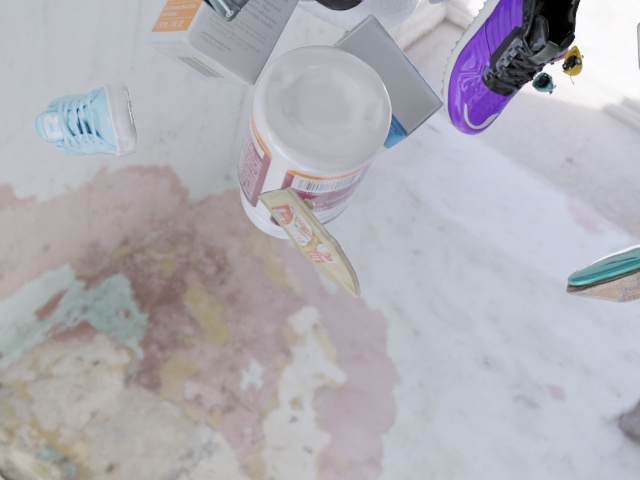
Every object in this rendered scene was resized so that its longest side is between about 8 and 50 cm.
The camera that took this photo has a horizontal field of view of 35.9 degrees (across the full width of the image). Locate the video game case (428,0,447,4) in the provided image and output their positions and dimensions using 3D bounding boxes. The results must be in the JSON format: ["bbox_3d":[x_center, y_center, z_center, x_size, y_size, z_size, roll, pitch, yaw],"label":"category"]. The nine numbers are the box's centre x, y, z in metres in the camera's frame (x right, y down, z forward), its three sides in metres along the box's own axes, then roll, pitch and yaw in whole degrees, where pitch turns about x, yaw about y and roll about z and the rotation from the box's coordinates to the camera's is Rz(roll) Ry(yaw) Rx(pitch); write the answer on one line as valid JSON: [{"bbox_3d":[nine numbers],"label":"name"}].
[{"bbox_3d":[0.308,-0.621,1.890,0.300,0.329,0.036,62,-141,-30],"label":"video game case"}]

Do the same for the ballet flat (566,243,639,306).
[{"bbox_3d":[0.525,0.040,1.465,0.316,0.106,0.107,-26,10,3],"label":"ballet flat"}]

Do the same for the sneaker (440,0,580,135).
[{"bbox_3d":[0.274,-0.268,1.365,0.102,0.146,0.293,15,-69,-28],"label":"sneaker"}]

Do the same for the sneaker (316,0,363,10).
[{"bbox_3d":[-0.066,-0.587,1.584,0.169,0.257,0.447,-37,-52,0],"label":"sneaker"}]

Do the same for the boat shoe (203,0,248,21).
[{"bbox_3d":[-0.198,-0.346,1.184,0.319,0.116,0.099,10,-61,-47],"label":"boat shoe"}]

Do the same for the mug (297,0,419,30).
[{"bbox_3d":[0.044,-0.618,2.191,0.328,0.374,0.276,14,-78,-57],"label":"mug"}]

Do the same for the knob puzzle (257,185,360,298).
[{"bbox_3d":[0.000,0.000,1.397,0.030,0.213,0.213,-41,-19,-13],"label":"knob puzzle"}]

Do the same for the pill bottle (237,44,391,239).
[{"bbox_3d":[-0.027,-0.150,1.718,0.224,0.224,0.392,-50,-4,-21],"label":"pill bottle"}]

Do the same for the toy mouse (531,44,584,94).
[{"bbox_3d":[0.452,-0.332,1.909,0.143,0.031,0.161,-21,46,49],"label":"toy mouse"}]

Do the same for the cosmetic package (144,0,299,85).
[{"bbox_3d":[-0.126,-0.526,1.849,0.161,0.230,0.453,31,-97,-30],"label":"cosmetic package"}]

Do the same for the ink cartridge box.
[{"bbox_3d":[0.061,-0.271,1.962,0.129,0.223,0.307,-44,8,-29],"label":"ink cartridge box"}]

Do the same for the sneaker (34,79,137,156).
[{"bbox_3d":[-0.429,-0.203,1.776,0.150,0.135,0.366,-16,6,-22],"label":"sneaker"}]

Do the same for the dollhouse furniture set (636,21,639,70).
[{"bbox_3d":[0.480,-0.340,1.286,0.301,0.151,0.197,-47,-48,-56],"label":"dollhouse furniture set"}]
